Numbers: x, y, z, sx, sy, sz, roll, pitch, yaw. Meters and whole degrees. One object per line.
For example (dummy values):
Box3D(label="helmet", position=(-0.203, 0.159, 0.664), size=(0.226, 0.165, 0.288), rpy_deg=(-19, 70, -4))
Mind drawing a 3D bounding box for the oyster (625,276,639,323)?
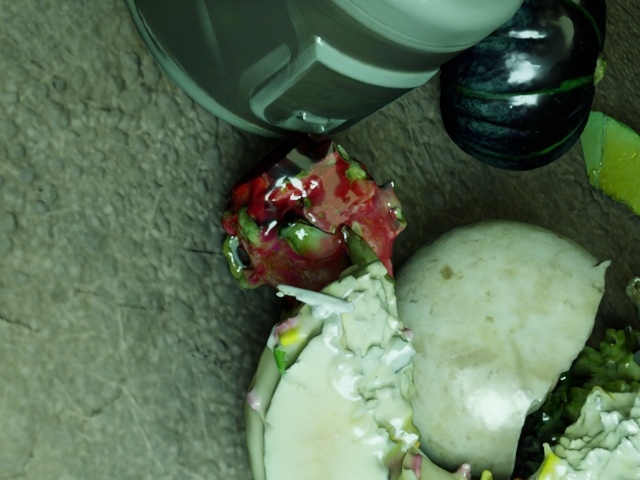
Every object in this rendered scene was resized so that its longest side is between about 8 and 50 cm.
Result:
Box3D(label="oyster", position=(0.476, 0.182, 1.380), size=(0.341, 0.110, 0.166), rpy_deg=(36, 52, 0))

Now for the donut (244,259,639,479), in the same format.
Box3D(label="donut", position=(0.117, 0.186, 0.946), size=(0.371, 0.307, 0.150), rpy_deg=(20, 31, 6))

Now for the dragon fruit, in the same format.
Box3D(label="dragon fruit", position=(0.000, 0.000, 1.044), size=(0.172, 0.160, 0.166), rpy_deg=(51, 22, -11))

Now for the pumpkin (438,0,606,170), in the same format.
Box3D(label="pumpkin", position=(0.191, -0.207, 1.288), size=(0.248, 0.248, 0.248), rpy_deg=(19, 59, -35))

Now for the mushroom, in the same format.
Box3D(label="mushroom", position=(0.144, 0.092, 1.126), size=(0.189, 0.195, 0.254), rpy_deg=(31, 72, 6))

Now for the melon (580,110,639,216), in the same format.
Box3D(label="melon", position=(0.428, -0.067, 1.532), size=(0.262, 0.053, 0.114), rpy_deg=(38, 57, -23))

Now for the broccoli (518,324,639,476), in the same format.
Box3D(label="broccoli", position=(0.348, 0.254, 1.196), size=(0.272, 0.324, 0.334), rpy_deg=(-35, 96, -2))

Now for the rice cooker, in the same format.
Box3D(label="rice cooker", position=(0.017, -0.277, 1.061), size=(0.335, 0.325, 0.335), rpy_deg=(19, 58, -35))
